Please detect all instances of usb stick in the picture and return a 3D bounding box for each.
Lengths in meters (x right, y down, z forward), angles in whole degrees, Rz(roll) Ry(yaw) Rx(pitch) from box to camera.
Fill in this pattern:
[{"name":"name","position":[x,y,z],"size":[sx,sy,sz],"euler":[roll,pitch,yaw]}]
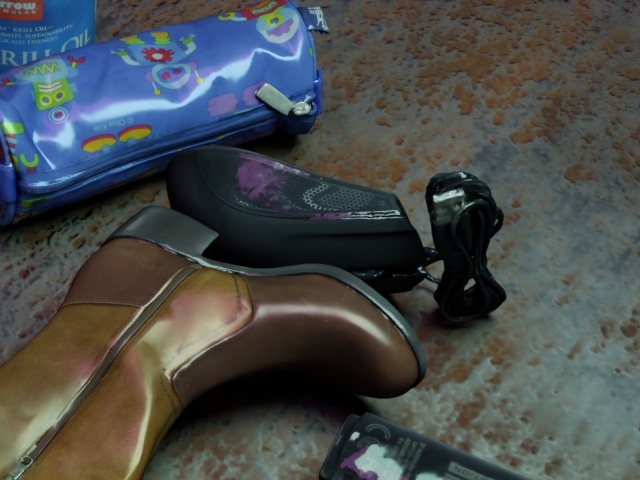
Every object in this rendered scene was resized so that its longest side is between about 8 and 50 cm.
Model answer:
[{"name":"usb stick","position":[0.135,0.200,1.266],"size":[0.278,0.045,0.077],"euler":[22,56,11]}]

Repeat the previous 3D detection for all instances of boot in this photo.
[{"name":"boot","position":[-0.093,0.109,1.245],"size":[0.264,0.096,0.280],"euler":[28,45,9]}]

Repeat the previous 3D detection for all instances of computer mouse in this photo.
[{"name":"computer mouse","position":[0.000,0.000,1.364],"size":[0.272,0.188,0.072],"euler":[13,62,16]}]

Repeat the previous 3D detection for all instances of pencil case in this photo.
[{"name":"pencil case","position":[-0.139,-0.106,1.450],"size":[0.306,0.119,0.133],"euler":[-18,37,-21]}]

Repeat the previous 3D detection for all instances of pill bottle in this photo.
[{"name":"pill bottle","position":[-0.243,-0.214,1.464],"size":[0.124,0.221,0.124],"euler":[4,48,-4]}]
